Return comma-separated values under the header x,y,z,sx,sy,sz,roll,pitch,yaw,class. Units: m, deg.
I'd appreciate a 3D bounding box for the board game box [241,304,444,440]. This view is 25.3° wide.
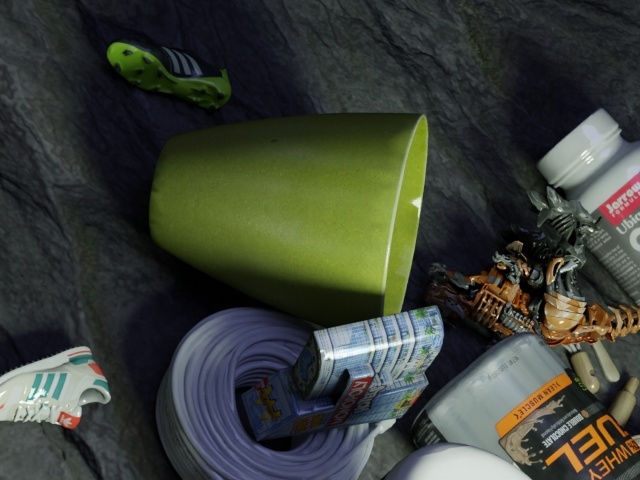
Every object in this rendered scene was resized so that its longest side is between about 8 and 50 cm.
x,y,z,sx,sy,sz,roll,pitch,yaw,class
0.021,0.153,1.547,0.194,0.194,0.060,-12,65,-21,board game box

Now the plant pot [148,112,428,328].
x,y,z,sx,sy,sz,roll,pitch,yaw,class
-0.043,-0.035,1.674,0.293,0.275,0.275,9,50,9,plant pot

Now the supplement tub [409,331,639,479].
x,y,z,sx,sy,sz,roll,pitch,yaw,class
0.282,0.291,1.677,0.207,0.207,0.338,-26,68,-41,supplement tub

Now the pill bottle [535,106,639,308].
x,y,z,sx,sy,sz,roll,pitch,yaw,class
0.463,-0.033,2.062,0.318,0.176,0.176,49,47,4,pill bottle

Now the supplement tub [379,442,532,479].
x,y,z,sx,sy,sz,roll,pitch,yaw,class
0.082,0.376,1.418,0.235,0.325,0.235,23,41,-22,supplement tub

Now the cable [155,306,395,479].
x,y,z,sx,sy,sz,roll,pitch,yaw,class
-0.062,0.197,1.626,0.257,0.089,0.257,41,48,-2,cable

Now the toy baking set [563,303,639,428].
x,y,z,sx,sy,sz,roll,pitch,yaw,class
0.352,0.177,1.947,0.197,0.030,0.256,44,47,0,toy baking set

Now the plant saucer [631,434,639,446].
x,y,z,sx,sy,sz,roll,pitch,yaw,class
0.448,0.399,1.816,0.310,0.050,0.310,8,58,-14,plant saucer

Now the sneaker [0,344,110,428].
x,y,z,sx,sy,sz,roll,pitch,yaw,class
-0.293,0.170,1.514,0.161,0.057,0.075,-22,68,-43,sneaker

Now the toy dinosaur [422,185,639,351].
x,y,z,sx,sy,sz,roll,pitch,yaw,class
0.300,0.070,1.918,0.322,0.164,0.218,22,60,-26,toy dinosaur

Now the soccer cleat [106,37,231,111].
x,y,z,sx,sy,sz,roll,pitch,yaw,class
-0.197,-0.225,1.847,0.179,0.060,0.072,22,41,-28,soccer cleat
